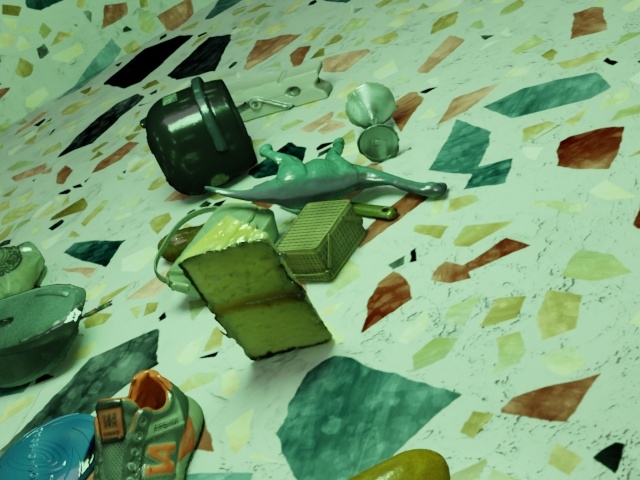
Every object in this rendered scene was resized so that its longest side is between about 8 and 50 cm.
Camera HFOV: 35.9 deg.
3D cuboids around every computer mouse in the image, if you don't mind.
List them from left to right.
[{"bbox_3d":[-0.623,0.201,2.043,0.374,0.114,0.203,-14,41,20],"label":"computer mouse"}]

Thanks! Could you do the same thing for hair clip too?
[{"bbox_3d":[-0.134,-0.382,2.591,0.331,0.101,0.085,-10,30,26],"label":"hair clip"}]

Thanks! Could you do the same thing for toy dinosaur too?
[{"bbox_3d":[0.009,-0.102,1.940,0.383,0.129,0.331,-17,26,-23],"label":"toy dinosaur"}]

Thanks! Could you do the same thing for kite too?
[{"bbox_3d":[-0.556,0.189,2.125,0.244,0.006,0.198,-25,29,5],"label":"kite"}]

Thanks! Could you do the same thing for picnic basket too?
[{"bbox_3d":[0.000,0.000,1.874,0.115,0.079,0.164,-3,38,38],"label":"picnic basket"}]

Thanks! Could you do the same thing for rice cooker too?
[{"bbox_3d":[-0.289,-0.248,2.348,0.224,0.267,0.267,-22,29,3],"label":"rice cooker"}]

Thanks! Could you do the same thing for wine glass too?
[{"bbox_3d":[0.120,-0.256,2.154,0.122,0.122,0.183,-23,33,9],"label":"wine glass"}]

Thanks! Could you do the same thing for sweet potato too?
[{"bbox_3d":[-0.248,-0.014,2.133,0.233,0.062,0.081,-22,29,5],"label":"sweet potato"}]

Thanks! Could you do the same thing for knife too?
[{"bbox_3d":[0.023,-0.067,2.017,0.343,0.027,0.061,11,50,49],"label":"knife"}]

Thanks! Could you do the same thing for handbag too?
[{"bbox_3d":[-0.224,0.011,2.001,0.219,0.079,0.256,10,43,24],"label":"handbag"}]

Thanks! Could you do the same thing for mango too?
[{"bbox_3d":[0.071,0.343,1.234,0.227,0.109,0.147,-42,30,-25],"label":"mango"}]

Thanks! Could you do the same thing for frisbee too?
[{"bbox_3d":[-0.488,0.384,1.718,0.242,0.045,0.242,-21,31,13],"label":"frisbee"}]

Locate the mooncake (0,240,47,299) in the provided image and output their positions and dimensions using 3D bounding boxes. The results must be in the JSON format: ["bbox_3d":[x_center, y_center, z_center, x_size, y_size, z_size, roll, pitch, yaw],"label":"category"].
[{"bbox_3d":[-0.786,0.115,2.308,0.254,0.136,0.250,-20,26,13],"label":"mooncake"}]

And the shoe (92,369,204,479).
[{"bbox_3d":[-0.292,0.322,1.514,0.132,0.171,0.336,-13,32,24],"label":"shoe"}]

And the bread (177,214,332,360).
[{"bbox_3d":[-0.105,0.082,1.645,0.178,0.266,0.142,-24,33,9],"label":"bread"}]
